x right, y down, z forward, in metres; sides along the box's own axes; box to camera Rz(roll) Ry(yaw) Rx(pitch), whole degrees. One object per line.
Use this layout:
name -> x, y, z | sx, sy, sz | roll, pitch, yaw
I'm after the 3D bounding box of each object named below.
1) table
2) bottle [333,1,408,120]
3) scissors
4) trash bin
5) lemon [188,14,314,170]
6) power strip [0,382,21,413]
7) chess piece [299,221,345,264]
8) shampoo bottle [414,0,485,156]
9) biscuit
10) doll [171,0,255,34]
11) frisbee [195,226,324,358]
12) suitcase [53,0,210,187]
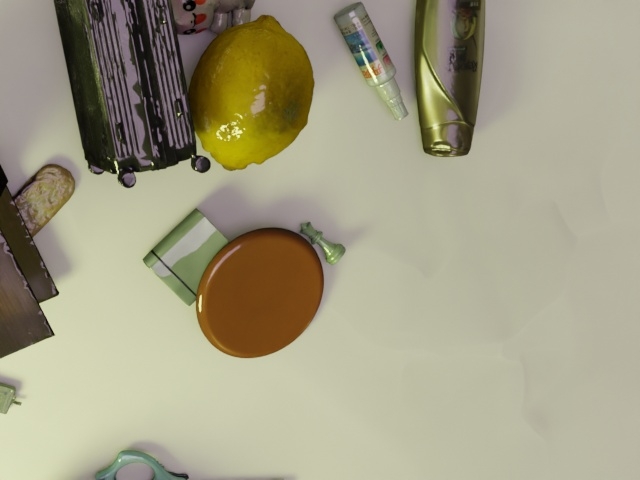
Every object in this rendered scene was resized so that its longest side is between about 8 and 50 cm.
table -> -0.538, 0.025, 1.640 | 0.196, 0.250, 0.282 | -24, 106, -7
bottle -> 0.097, -0.310, 1.885 | 0.060, 0.060, 0.217 | -34, 109, -9
scissors -> -0.231, 0.460, 1.962 | 0.360, 0.029, 0.191 | -1, 106, -20
trash bin -> -0.221, 0.029, 1.855 | 0.130, 0.059, 0.116 | -45, 113, -6
lemon -> -0.112, -0.238, 1.757 | 0.204, 0.204, 0.260 | 17, 96, -20
power strip -> -0.570, 0.256, 1.812 | 0.136, 0.019, 0.051 | 20, 93, -21
chess piece -> 0.000, 0.000, 1.933 | 0.093, 0.042, 0.042 | 43, 87, -16
shampoo bottle -> 0.228, -0.325, 1.912 | 0.125, 0.084, 0.350 | -3, 103, -19
biscuit -> -0.468, -0.063, 1.777 | 0.147, 0.018, 0.071 | -48, 112, -5
doll -> -0.187, -0.397, 1.749 | 0.192, 0.149, 0.095 | -16, 65, -22
frisbee -> -0.102, 0.096, 1.898 | 0.250, 0.021, 0.251 | -12, 117, -25
suitcase -> -0.301, -0.266, 1.677 | 0.152, 0.229, 0.335 | -14, 105, -23
